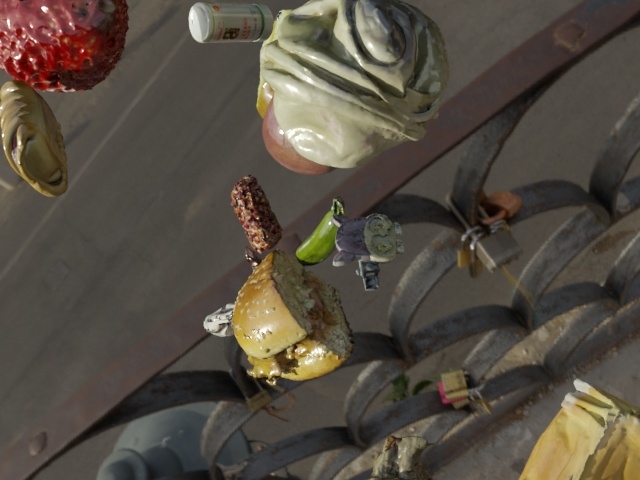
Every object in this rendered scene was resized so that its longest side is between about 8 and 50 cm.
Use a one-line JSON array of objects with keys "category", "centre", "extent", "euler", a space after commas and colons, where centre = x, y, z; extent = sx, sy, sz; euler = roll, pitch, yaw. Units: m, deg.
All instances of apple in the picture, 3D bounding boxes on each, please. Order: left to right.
[{"category": "apple", "centre": [0.001, -0.307, 1.614], "extent": [0.235, 0.306, 0.306], "euler": [40, 88, 13]}]

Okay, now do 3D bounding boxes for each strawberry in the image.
[{"category": "strawberry", "centre": [-0.496, -0.423, 1.163], "extent": [0.292, 0.291, 0.310], "euler": [-54, 14, -5]}]

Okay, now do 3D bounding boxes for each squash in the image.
[{"category": "squash", "centre": [0.002, 0.002, 1.534], "extent": [0.071, 0.318, 0.080], "euler": [-33, 79, -32]}]

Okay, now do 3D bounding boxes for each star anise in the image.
[{"category": "star anise", "centre": [-0.192, 0.104, 2.097], "extent": [0.053, 0.157, 0.212], "euler": [-37, 63, 16]}]

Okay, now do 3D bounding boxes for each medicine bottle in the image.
[{"category": "medicine bottle", "centre": [-0.202, -0.497, 1.431], "extent": [0.086, 0.183, 0.086], "euler": [19, 117, 42]}]

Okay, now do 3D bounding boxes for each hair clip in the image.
[{"category": "hair clip", "centre": [0.097, 0.012, 1.274], "extent": [0.146, 0.056, 0.187], "euler": [-2, 53, 1]}]

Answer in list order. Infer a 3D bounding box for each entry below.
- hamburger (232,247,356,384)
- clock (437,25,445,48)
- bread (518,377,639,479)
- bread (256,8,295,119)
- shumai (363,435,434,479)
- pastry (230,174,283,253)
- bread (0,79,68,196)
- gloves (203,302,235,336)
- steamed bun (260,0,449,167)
[{"category": "hamburger", "centre": [-0.106, 0.218, 1.650], "extent": [0.287, 0.268, 0.445], "euler": [-49, 21, 10]}, {"category": "clock", "centre": [0.294, -0.570, 1.870], "extent": [0.103, 0.231, 0.144], "euler": [-24, 22, -33]}, {"category": "bread", "centre": [0.261, 0.273, 0.616], "extent": [0.136, 0.107, 0.241], "euler": [28, 86, -7]}, {"category": "bread", "centre": [-0.077, -0.527, 2.035], "extent": [0.239, 0.395, 0.264], "euler": [4, 74, -9]}, {"category": "shumai", "centre": [0.177, 0.484, 1.254], "extent": [0.205, 0.166, 0.176], "euler": [11, 56, 3]}, {"category": "pastry", "centre": [-0.176, -0.071, 1.698], "extent": [0.097, 0.209, 0.115], "euler": [-30, 12, -31]}, {"category": "bread", "centre": [-0.508, -0.181, 1.101], "extent": [0.081, 0.134, 0.225], "euler": [-23, 50, -4]}, {"category": "gloves", "centre": [-0.256, 0.243, 1.915], "extent": [0.212, 0.128, 0.111], "euler": [-18, 28, 28]}, {"category": "steamed bun", "centre": [0.054, -0.271, 0.962], "extent": [0.280, 0.207, 0.268], "euler": [-19, 66, -17]}]
